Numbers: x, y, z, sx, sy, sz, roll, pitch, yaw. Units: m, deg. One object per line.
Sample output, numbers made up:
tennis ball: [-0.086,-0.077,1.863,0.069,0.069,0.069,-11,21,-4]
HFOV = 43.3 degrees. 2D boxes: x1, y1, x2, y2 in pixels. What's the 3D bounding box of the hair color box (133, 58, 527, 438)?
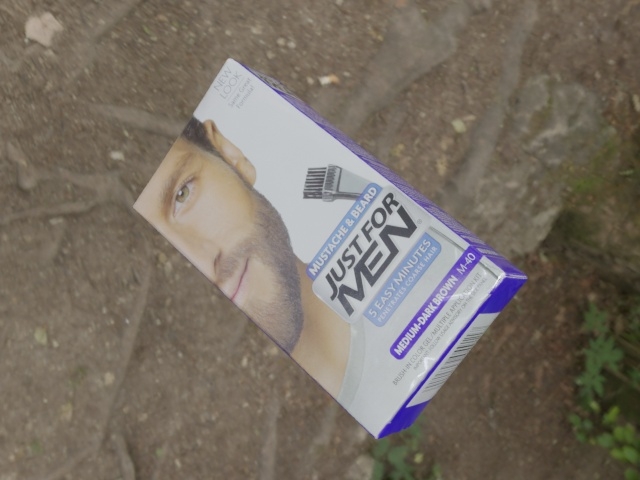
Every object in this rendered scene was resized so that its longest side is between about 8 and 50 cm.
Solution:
hair color box: [0.000,0.000,0.767,0.185,0.339,0.110,-55,156,12]
